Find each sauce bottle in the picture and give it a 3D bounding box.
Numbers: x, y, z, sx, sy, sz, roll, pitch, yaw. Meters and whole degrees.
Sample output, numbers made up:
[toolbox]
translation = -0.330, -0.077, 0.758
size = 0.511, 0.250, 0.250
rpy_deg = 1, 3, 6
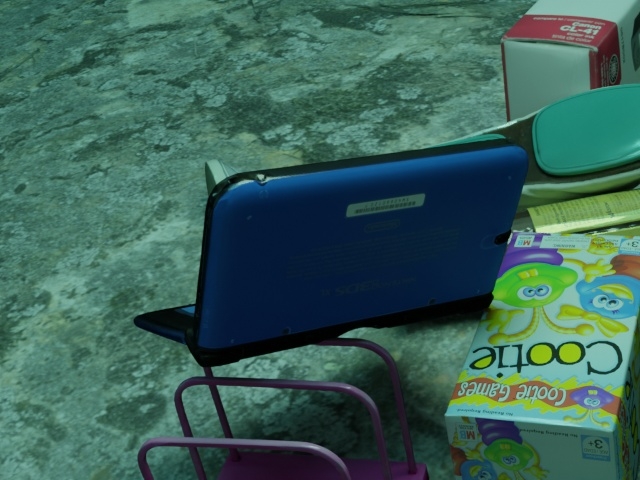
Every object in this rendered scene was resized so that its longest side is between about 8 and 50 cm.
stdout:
[sauce bottle]
translation = 0.247, 0.013, 1.235
size = 0.344, 0.111, 0.111
rpy_deg = -8, 32, 5

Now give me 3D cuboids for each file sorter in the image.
[file sorter]
translation = -0.048, 0.231, 0.935
size = 0.202, 0.182, 0.291
rpy_deg = 0, 34, 20

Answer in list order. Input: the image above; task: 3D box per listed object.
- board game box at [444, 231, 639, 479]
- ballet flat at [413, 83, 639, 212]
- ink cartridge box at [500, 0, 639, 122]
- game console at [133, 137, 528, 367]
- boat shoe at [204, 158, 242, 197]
[board game box]
translation = 0.223, 0.126, 1.039
size = 0.144, 0.142, 0.275
rpy_deg = 2, 35, 22
[ballet flat]
translation = 0.255, -0.078, 1.314
size = 0.400, 0.139, 0.139
rpy_deg = -15, 30, 22
[ink cartridge box]
translation = 0.356, -0.220, 1.453
size = 0.131, 0.226, 0.306
rpy_deg = 12, 40, 33
[game console]
translation = 0.000, 0.000, 0.999
size = 0.293, 0.250, 0.173
rpy_deg = -10, 38, -27
[boat shoe]
translation = -0.089, -0.041, 1.484
size = 0.081, 0.079, 0.227
rpy_deg = -14, 36, -19
